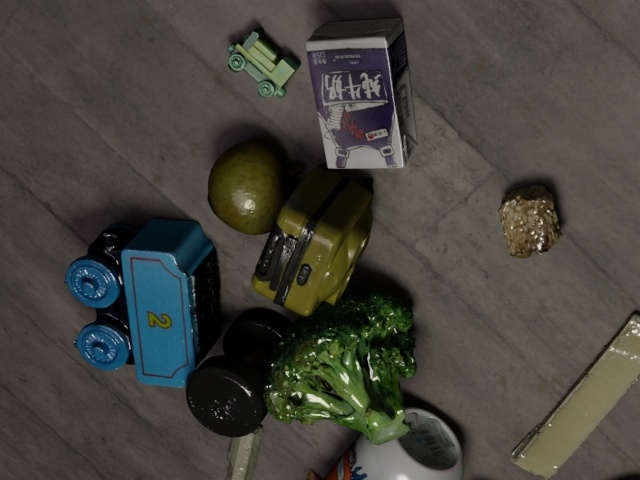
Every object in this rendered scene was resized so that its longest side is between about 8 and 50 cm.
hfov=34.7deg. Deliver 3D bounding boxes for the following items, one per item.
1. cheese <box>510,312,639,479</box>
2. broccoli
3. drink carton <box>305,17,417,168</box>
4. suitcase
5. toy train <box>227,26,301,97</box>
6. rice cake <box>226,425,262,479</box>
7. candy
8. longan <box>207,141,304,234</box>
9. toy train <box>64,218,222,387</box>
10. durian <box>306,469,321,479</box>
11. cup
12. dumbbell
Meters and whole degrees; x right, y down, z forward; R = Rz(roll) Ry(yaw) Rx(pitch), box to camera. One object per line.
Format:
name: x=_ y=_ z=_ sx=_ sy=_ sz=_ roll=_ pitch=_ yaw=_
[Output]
cheese: x=0.467 y=0.282 z=1.787 sx=0.085 sy=0.034 sz=0.400 roll=32 pitch=125 yaw=3
broccoli: x=0.044 y=0.224 z=1.778 sx=0.275 sy=0.308 sz=0.307 roll=55 pitch=133 yaw=34
drink carton: x=0.069 y=-0.229 z=1.620 sx=0.134 sy=0.102 sz=0.222 roll=0 pitch=120 yaw=20
suitcase: x=0.000 y=0.000 z=1.693 sx=0.143 sy=0.235 sz=0.193 roll=27 pitch=125 yaw=6
toy train: x=-0.094 y=-0.290 z=1.681 sx=0.122 sy=0.050 sz=0.081 roll=42 pitch=120 yaw=-4
rice cake: x=-0.168 y=0.470 z=2.144 sx=0.057 sy=0.052 sz=0.256 roll=39 pitch=131 yaw=34
candy: x=0.336 y=-0.028 z=1.635 sx=0.095 sy=0.085 sz=0.110 roll=-12 pitch=103 yaw=34
longan: x=-0.108 y=-0.091 z=1.750 sx=0.176 sy=0.145 sz=0.154 roll=-17 pitch=137 yaw=-8
toy train: x=-0.321 y=0.108 z=1.925 sx=0.265 sy=0.188 sz=0.300 roll=5 pitch=117 yaw=14
durian: x=0.054 y=0.630 z=2.114 sx=0.261 sy=0.153 sz=0.186 roll=25 pitch=149 yaw=16
cup: x=0.124 y=0.467 z=1.928 sx=0.212 sy=0.212 sz=0.317 roll=33 pitch=123 yaw=2
dumbbell: x=-0.137 y=0.244 z=1.899 sx=0.153 sy=0.218 sz=0.152 roll=10 pitch=120 yaw=17
